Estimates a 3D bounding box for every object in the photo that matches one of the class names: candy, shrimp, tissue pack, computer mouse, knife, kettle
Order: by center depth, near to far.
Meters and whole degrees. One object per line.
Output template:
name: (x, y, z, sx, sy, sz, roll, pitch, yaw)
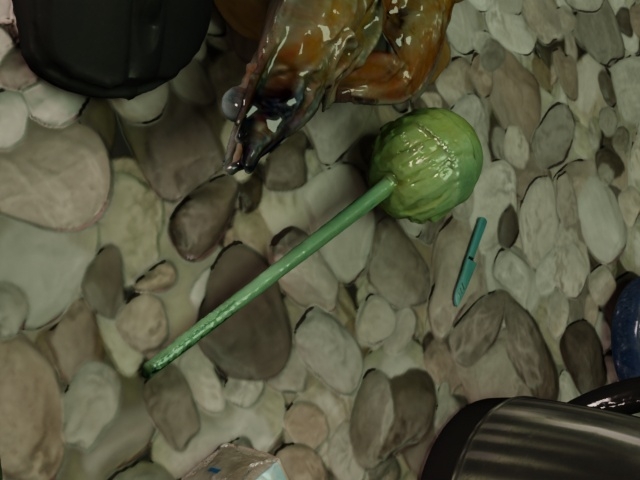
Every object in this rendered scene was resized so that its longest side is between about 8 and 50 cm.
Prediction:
computer mouse: (-0.132, -0.222, 0.628, 0.138, 0.086, 0.269, -19, 100, -43)
tissue pack: (-0.045, 0.188, 0.681, 0.059, 0.074, 0.094, -34, 111, -33)
shrimp: (0.025, -0.143, 0.717, 0.164, 0.062, 0.316, 51, 54, -32)
candy: (0.000, 0.000, 0.752, 0.336, 0.093, 0.092, -36, 119, -31)
kettle: (0.255, 0.229, 0.830, 0.251, 0.271, 0.207, -8, 92, -43)
knife: (0.133, 0.019, 0.917, 0.014, 0.005, 0.091, 40, 60, -32)

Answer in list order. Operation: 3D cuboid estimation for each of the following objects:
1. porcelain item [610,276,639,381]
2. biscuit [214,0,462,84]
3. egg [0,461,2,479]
porcelain item: (0.379, 0.104, 1.072, 0.147, 0.114, 0.147, 8, 79, -43)
biscuit: (0.020, -0.270, 0.798, 0.351, 0.057, 0.312, 32, 67, -37)
egg: (-0.256, 0.138, 0.331, 0.288, 0.288, 0.379, 12, 84, -43)
